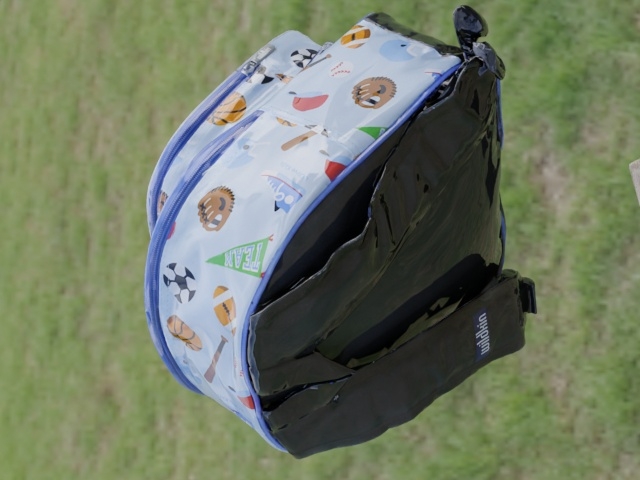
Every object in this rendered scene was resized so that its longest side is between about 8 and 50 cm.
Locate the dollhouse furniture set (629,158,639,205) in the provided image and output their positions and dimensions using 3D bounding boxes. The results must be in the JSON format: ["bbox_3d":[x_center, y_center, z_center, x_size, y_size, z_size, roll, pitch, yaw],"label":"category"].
[{"bbox_3d":[0.412,-0.079,1.106,0.259,0.262,0.135,-26,73,47],"label":"dollhouse furniture set"}]

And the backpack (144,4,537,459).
[{"bbox_3d":[0.000,0.000,0.940,0.213,0.263,0.276,19,141,33],"label":"backpack"}]
